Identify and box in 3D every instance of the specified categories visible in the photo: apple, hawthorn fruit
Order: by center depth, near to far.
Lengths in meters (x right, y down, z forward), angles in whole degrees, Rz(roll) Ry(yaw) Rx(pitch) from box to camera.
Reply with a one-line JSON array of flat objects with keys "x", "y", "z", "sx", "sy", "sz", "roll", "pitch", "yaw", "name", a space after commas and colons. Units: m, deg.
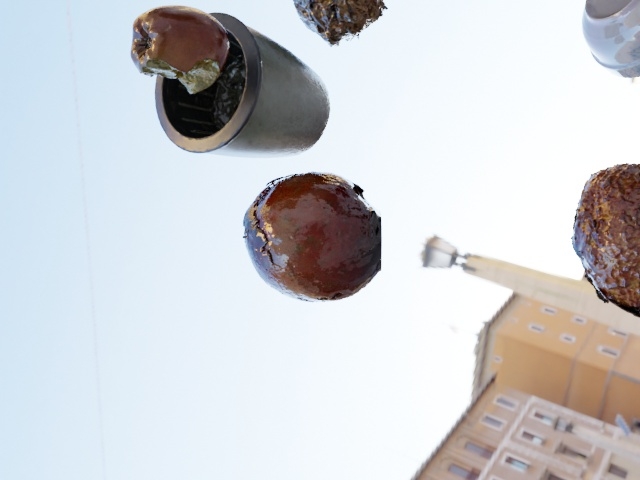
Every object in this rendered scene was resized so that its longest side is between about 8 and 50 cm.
[{"x": -0.257, "y": -0.354, "z": 1.328, "sx": 0.158, "sy": 0.156, "sz": 0.147, "roll": 15, "pitch": -84, "yaw": -53, "name": "apple"}, {"x": -0.002, "y": -0.008, "z": 1.547, "sx": 0.316, "sy": 0.316, "sz": 0.316, "roll": -37, "pitch": -44, "yaw": -47, "name": "hawthorn fruit"}]

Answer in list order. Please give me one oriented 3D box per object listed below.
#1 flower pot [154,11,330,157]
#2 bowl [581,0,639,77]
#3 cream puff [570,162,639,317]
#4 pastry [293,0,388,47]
[{"x": -0.151, "y": -0.312, "z": 1.640, "sx": 0.330, "sy": 0.293, "sz": 0.293, "roll": 8, "pitch": -82, "yaw": -55, "name": "flower pot"}, {"x": 0.676, "y": -0.507, "z": 1.574, "sx": 0.144, "sy": 0.287, "sz": 0.287, "roll": 24, "pitch": -97, "yaw": -26, "name": "bowl"}, {"x": 0.703, "y": -0.020, "z": 1.590, "sx": 0.350, "sy": 0.350, "sz": 0.228, "roll": -48, "pitch": 7, "yaw": -37, "name": "cream puff"}, {"x": 0.027, "y": -0.605, "z": 1.872, "sx": 0.193, "sy": 0.275, "sz": 0.275, "roll": -62, "pitch": -29, "yaw": -6, "name": "pastry"}]
